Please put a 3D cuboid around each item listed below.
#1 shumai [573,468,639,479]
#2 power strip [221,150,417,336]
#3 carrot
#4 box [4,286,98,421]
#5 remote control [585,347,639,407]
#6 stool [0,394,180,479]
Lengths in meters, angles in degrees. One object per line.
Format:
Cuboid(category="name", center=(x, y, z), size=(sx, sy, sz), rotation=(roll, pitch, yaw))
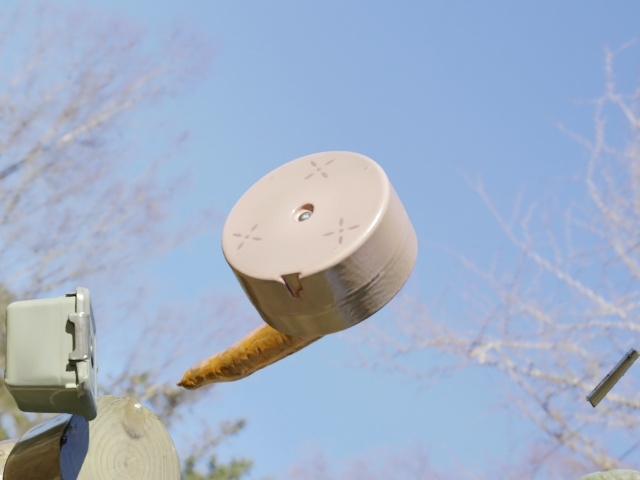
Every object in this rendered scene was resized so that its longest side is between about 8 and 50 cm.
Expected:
Cuboid(category="shumai", center=(0.369, 0.433, 1.641), size=(0.222, 0.272, 0.204), rotation=(40, -23, 51))
Cuboid(category="power strip", center=(0.000, 0.000, 1.079), size=(0.154, 0.154, 0.078), rotation=(28, -25, 47))
Cuboid(category="carrot", center=(-0.074, 0.131, 1.614), size=(0.059, 0.248, 0.059), rotation=(49, 22, -28))
Cuboid(category="box", center=(-0.295, 0.129, 1.437), size=(0.172, 0.092, 0.124), rotation=(108, -21, -69))
Cuboid(category="remote control", center=(0.367, 0.171, 1.641), size=(0.016, 0.091, 0.034), rotation=(40, 4, -1))
Cuboid(category="stool", center=(-0.322, 0.311, 1.620), size=(0.264, 0.179, 0.179), rotation=(-27, -84, 38))
